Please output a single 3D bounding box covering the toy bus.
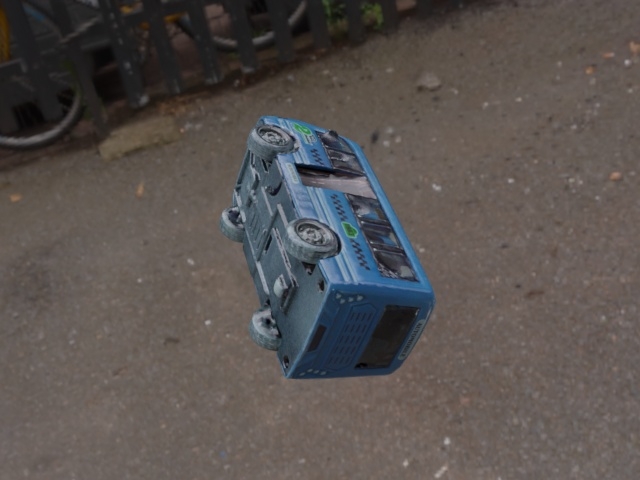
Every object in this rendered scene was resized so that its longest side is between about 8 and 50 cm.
[{"bbox_3d":[0.000,0.000,0.758,0.134,0.113,0.246,6,37,-23],"label":"toy bus"}]
